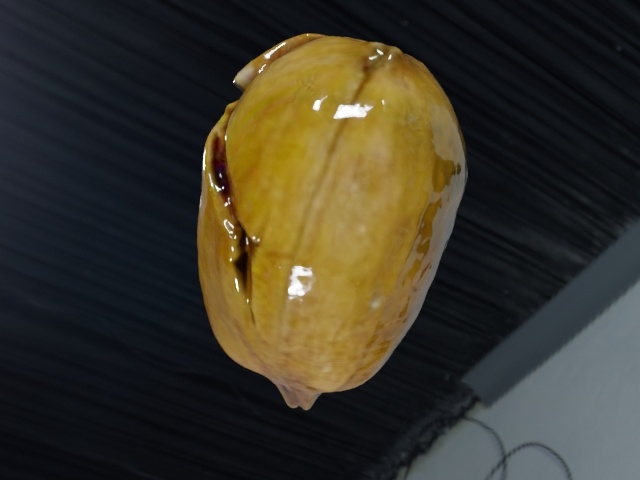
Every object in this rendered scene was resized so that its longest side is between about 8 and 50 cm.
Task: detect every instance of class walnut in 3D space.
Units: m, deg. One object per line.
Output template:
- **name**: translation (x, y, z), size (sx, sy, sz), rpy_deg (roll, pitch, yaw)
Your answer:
- **walnut**: translation (0.000, 0.000, 0.790), size (0.209, 0.209, 0.336), rpy_deg (-120, 36, -57)
